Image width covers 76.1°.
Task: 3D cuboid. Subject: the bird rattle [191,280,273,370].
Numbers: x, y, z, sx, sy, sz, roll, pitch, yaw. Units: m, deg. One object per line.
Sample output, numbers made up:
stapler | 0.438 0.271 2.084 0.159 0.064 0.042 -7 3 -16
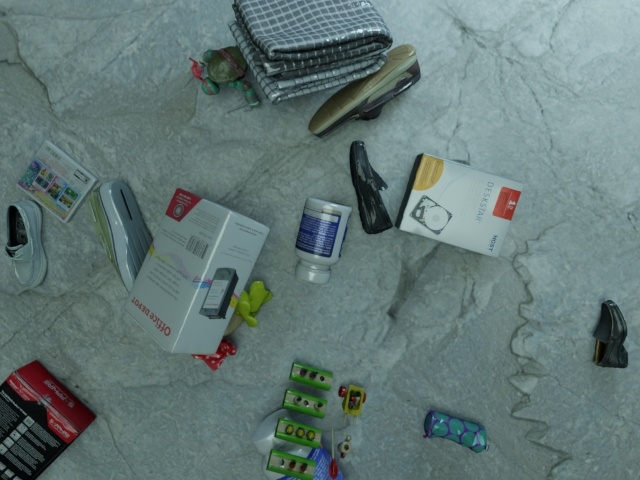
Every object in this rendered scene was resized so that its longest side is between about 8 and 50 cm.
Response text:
bird rattle | -0.249 0.177 1.018 0.207 0.143 0.253 48 111 9

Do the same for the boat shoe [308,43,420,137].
boat shoe | 0.104 -0.316 0.923 0.285 0.103 0.092 -38 126 8

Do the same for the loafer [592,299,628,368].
loafer | 0.684 0.226 0.974 0.061 0.062 0.170 -9 95 9

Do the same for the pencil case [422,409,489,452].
pencil case | 0.337 0.480 1.023 0.151 0.064 0.070 18 82 2

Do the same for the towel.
towel | -0.025 -0.433 0.832 0.283 0.121 0.235 -21 70 -14

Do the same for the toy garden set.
toy garden set | 0.004 0.434 0.972 0.203 0.049 0.244 21 57 -10

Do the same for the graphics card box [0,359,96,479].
graphics card box | -0.813 0.529 1.086 0.233 0.094 0.371 44 97 -3

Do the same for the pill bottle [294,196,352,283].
pill bottle | 0.000 0.000 0.960 0.111 0.112 0.187 14 97 2

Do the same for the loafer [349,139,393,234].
loafer | 0.118 -0.126 0.959 0.078 0.076 0.223 -14 101 0

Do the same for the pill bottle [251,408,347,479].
pill bottle | -0.050 0.565 1.015 0.152 0.152 0.272 -33 94 7

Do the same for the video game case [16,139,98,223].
video game case | -0.663 -0.147 1.030 0.157 0.019 0.143 39 98 -3

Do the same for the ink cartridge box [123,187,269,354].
ink cartridge box | -0.277 0.063 0.907 0.226 0.131 0.306 24 91 39

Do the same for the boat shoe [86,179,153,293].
boat shoe | -0.484 0.004 1.007 0.094 0.109 0.303 -19 87 21

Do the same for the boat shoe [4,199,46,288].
boat shoe | -0.751 0.013 1.023 0.079 0.081 0.228 3 97 3

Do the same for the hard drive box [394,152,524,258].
hard drive box | 0.312 -0.082 0.943 0.232 0.089 0.181 16 98 1

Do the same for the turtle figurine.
turtle figurine | -0.194 -0.386 0.927 0.234 0.118 0.175 -40 97 0
